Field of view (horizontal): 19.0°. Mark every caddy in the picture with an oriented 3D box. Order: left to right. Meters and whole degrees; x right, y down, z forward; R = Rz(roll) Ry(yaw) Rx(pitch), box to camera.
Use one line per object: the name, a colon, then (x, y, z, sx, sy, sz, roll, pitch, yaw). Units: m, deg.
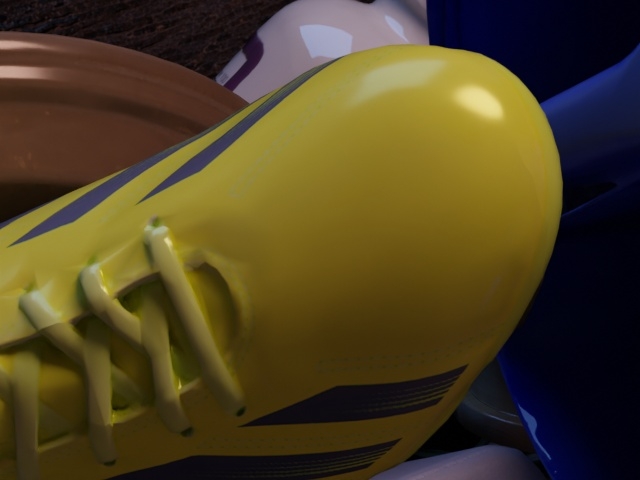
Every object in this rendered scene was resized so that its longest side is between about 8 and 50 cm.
caddy: (0.114, -0.033, 0.603, 0.179, 0.241, 0.341, -13, -5, -8)

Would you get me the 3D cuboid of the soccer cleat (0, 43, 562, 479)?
soccer cleat: (-0.075, 0.038, 0.454, 0.289, 0.093, 0.121, -25, -16, 30)

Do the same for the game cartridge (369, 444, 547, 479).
game cartridge: (-0.084, 0.124, 0.538, 0.294, 0.060, 0.196, -16, 0, -30)

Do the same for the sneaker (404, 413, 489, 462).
sneaker: (0.109, 0.096, 1.129, 0.256, 0.094, 0.151, -1, 19, -15)

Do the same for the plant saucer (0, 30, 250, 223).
plant saucer: (-0.125, 0.046, 0.601, 0.278, 0.041, 0.278, -13, -36, -10)

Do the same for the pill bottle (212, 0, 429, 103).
pill bottle: (0.000, 0.000, 0.854, 0.301, 0.169, 0.169, -47, -9, 8)

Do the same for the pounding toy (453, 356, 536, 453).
pounding toy: (0.135, 0.015, 0.990, 0.270, 0.154, 0.154, -7, 15, -27)
